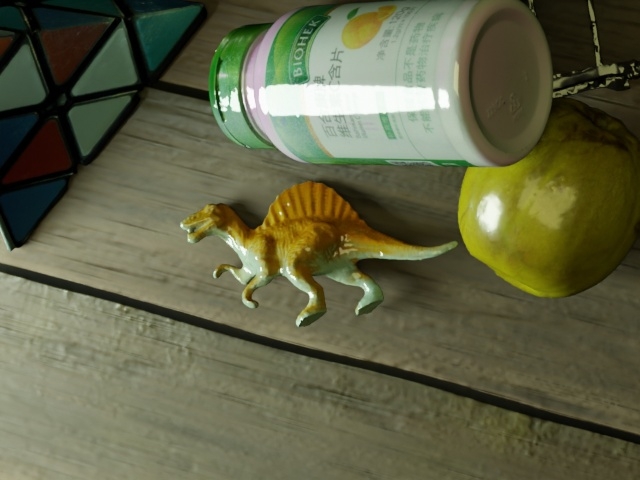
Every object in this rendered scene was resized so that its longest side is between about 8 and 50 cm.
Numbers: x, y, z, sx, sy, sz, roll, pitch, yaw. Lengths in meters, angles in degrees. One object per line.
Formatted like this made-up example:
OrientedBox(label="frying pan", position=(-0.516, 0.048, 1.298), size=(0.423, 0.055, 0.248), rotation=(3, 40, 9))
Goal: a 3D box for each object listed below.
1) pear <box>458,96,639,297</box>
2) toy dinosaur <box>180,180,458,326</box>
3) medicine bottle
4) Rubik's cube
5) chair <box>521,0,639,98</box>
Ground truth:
OrientedBox(label="pear", position=(0.189, -0.034, 1.277), size=(0.149, 0.149, 0.162), rotation=(31, 99, 8))
OrientedBox(label="toy dinosaur", position=(-0.001, 0.001, 1.368), size=(0.212, 0.057, 0.142), rotation=(-23, 68, -2))
OrientedBox(label="medicine bottle", position=(0.040, -0.125, 1.262), size=(0.274, 0.133, 0.133), rotation=(3, 92, 42))
OrientedBox(label="Rubik's cube", position=(-0.293, -0.108, 1.400), size=(0.250, 0.284, 0.234), rotation=(22, 118, 33))
OrientedBox(label="chair", position=(0.141, -0.162, 1.305), size=(0.229, 0.113, 0.106), rotation=(-9, 88, 7))
